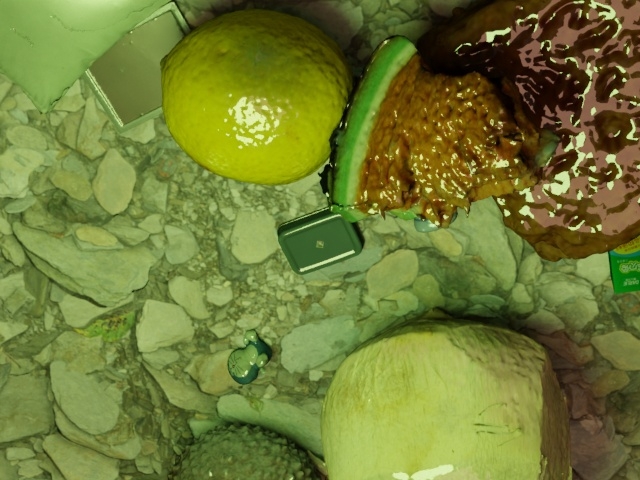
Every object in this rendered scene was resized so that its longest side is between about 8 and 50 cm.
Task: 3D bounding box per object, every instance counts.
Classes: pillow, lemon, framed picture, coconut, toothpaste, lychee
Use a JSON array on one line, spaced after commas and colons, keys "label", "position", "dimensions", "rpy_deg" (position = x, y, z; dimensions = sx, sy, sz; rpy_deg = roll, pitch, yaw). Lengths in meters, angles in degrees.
[{"label": "pillow", "position": [-0.395, -0.362, 1.585], "dimensions": [0.312, 0.119, 0.310], "rpy_deg": [-37, 111, 25]}, {"label": "lemon", "position": [-0.084, -0.196, 1.582], "dimensions": [0.267, 0.267, 0.267], "rpy_deg": [2, 118, 4]}, {"label": "framed picture", "position": [-0.258, -0.254, 1.696], "dimensions": [0.183, 0.011, 0.142], "rpy_deg": [-24, 114, 16]}, {"label": "coconut", "position": [0.190, 0.281, 1.774], "dimensions": [0.405, 0.404, 0.404], "rpy_deg": [2, 118, 4]}, {"label": "toothpaste", "position": [0.460, -0.047, 1.729], "dimensions": [0.065, 0.050, 0.266], "rpy_deg": [-8, 117, 10]}, {"label": "lychee", "position": [-0.139, 0.450, 1.925], "dimensions": [0.300, 0.300, 0.300], "rpy_deg": [2, 118, 4]}]

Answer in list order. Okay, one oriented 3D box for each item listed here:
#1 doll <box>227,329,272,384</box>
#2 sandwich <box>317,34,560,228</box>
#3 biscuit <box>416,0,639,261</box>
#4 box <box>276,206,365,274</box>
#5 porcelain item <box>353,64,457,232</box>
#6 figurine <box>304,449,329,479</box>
[{"label": "doll", "position": [-0.117, 0.203, 1.904], "dimensions": [0.083, 0.076, 0.050], "rpy_deg": [-41, 143, 15]}, {"label": "sandwich", "position": [0.169, -0.124, 1.467], "dimensions": [0.301, 0.162, 0.250], "rpy_deg": [12, 85, 40]}, {"label": "biscuit", "position": [0.350, -0.187, 1.562], "dimensions": [0.343, 0.166, 0.395], "rpy_deg": [-31, 99, 20]}, {"label": "box", "position": [0.000, 0.000, 1.801], "dimensions": [0.126, 0.031, 0.091], "rpy_deg": [-19, 116, 13]}, {"label": "porcelain item", "position": [0.128, -0.137, 1.665], "dimensions": [0.141, 0.141, 0.259], "rpy_deg": [-19, 108, 14]}, {"label": "figurine", "position": [0.031, 0.447, 2.022], "dimensions": [0.187, 0.083, 0.083], "rpy_deg": [43, 113, -7]}]
